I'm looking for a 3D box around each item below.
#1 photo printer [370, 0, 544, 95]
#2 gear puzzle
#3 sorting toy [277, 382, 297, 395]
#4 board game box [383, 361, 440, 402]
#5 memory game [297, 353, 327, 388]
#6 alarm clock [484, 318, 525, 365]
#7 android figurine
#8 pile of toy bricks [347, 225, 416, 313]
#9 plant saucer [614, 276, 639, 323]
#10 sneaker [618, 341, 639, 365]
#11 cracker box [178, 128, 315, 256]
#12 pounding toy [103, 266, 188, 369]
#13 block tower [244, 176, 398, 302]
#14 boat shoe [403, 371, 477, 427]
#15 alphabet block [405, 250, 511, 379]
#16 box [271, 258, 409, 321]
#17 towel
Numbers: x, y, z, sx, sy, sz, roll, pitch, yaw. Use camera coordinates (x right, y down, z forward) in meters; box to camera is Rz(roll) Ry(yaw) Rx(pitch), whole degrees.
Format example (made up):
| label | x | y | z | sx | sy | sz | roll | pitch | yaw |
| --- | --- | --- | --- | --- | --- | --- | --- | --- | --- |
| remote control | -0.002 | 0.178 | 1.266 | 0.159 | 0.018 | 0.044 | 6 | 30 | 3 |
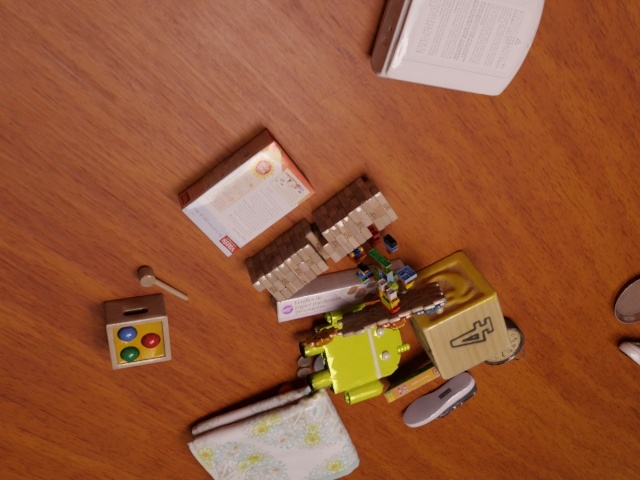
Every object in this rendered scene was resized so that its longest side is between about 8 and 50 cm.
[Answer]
| label | x | y | z | sx | sy | sz | roll | pitch | yaw |
| --- | --- | --- | --- | --- | --- | --- | --- | --- | --- |
| photo printer | 0.274 | -0.415 | 1.417 | 0.307 | 0.107 | 0.256 | 4 | 122 | -23 |
| gear puzzle | 0.122 | 0.185 | 1.663 | 0.338 | 0.175 | 0.044 | -21 | 99 | 5 |
| sorting toy | -0.083 | 0.399 | 1.890 | 0.061 | 0.042 | 0.102 | 10 | 132 | -8 |
| board game box | 0.289 | 0.336 | 1.912 | 0.259 | 0.039 | 0.124 | -34 | 173 | 13 |
| memory game | 0.027 | 0.308 | 1.880 | 0.186 | 0.012 | 0.186 | -9 | 125 | -14 |
| alarm clock | 0.491 | 0.279 | 1.996 | 0.192 | 0.064 | 0.129 | 34 | 106 | -31 |
| android figurine | 0.088 | 0.266 | 1.793 | 0.272 | 0.056 | 0.248 | -14 | 97 | -17 |
| pile of toy bricks | 0.136 | 0.072 | 1.648 | 0.118 | 0.212 | 0.105 | -30 | 139 | -17 |
| plant saucer | 0.899 | 0.161 | 2.086 | 0.168 | 0.029 | 0.168 | -10 | 126 | -14 |
| sneaker | 0.992 | 0.325 | 2.198 | 0.290 | 0.106 | 0.123 | 22 | 104 | -39 |
| cracker box | -0.150 | -0.095 | 1.507 | 0.232 | 0.067 | 0.156 | -36 | 127 | 5 |
| pounding toy | -0.368 | 0.164 | 1.587 | 0.181 | 0.094 | 0.206 | -7 | 125 | -15 |
| block tower | 0.000 | 0.000 | 1.611 | 0.335 | 0.091 | 0.097 | -35 | 127 | 6 |
| boat shoe | 0.339 | 0.456 | 2.059 | 0.228 | 0.080 | 0.076 | -37 | 126 | -3 |
| alphabet block | 0.322 | 0.180 | 1.790 | 0.193 | 0.192 | 0.197 | -28 | 127 | -3 |
| box | 0.049 | 0.115 | 1.724 | 0.323 | 0.067 | 0.063 | -12 | 127 | -13 |
| towel | -0.115 | 0.538 | 1.904 | 0.374 | 0.090 | 0.321 | -20 | 130 | 4 |
